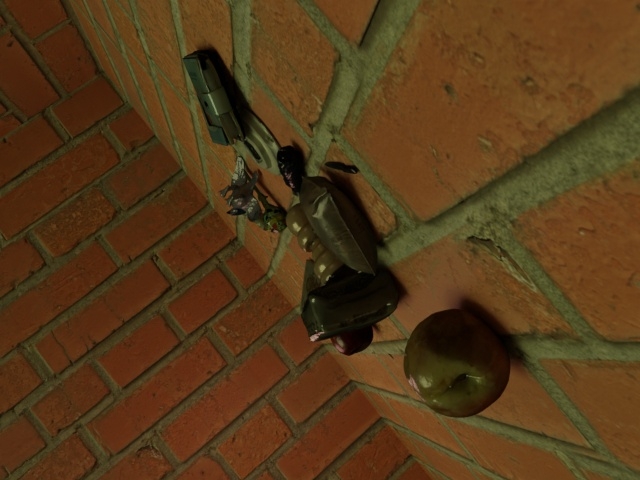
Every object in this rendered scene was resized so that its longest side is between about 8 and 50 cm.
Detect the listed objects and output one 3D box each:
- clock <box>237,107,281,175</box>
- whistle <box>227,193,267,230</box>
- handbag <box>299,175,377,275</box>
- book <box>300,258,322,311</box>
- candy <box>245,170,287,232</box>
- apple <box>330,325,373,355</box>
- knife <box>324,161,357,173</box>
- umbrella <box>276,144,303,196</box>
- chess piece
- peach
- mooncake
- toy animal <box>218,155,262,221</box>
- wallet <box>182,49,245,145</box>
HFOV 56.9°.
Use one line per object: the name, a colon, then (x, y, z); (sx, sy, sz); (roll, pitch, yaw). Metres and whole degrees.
clock: (-0.177, -0.266, 1.676); (0.236, 0.053, 0.236); (50, 168, 15)
whistle: (-0.304, -0.128, 2.500); (0.258, 0.067, 0.126); (39, 176, 30)
handbag: (0.038, -0.044, 1.409); (0.270, 0.117, 0.182); (58, 174, -30)
book: (-0.004, 0.198, 2.147); (0.295, 0.020, 0.208); (-157, 72, -65)
candy: (-0.214, -0.152, 2.120); (0.305, 0.083, 0.091); (55, 165, 22)
apple: (0.104, 0.315, 2.096); (0.158, 0.156, 0.147); (62, 164, 24)
knife: (0.041, -0.161, 1.295); (0.023, 0.010, 0.170); (56, 168, -21)
umbrella: (-0.067, -0.169, 1.553); (0.071, 0.071, 0.248); (47, 171, 21)
chess piece: (0.000, 0.000, 1.662); (0.261, 0.142, 0.143); (54, 170, 22)
peach: (0.269, 0.238, 1.221); (0.214, 0.214, 0.235); (56, -176, -20)
mooncake: (0.078, 0.170, 1.571); (0.254, 0.250, 0.136); (118, 132, -72)
toy animal: (-0.272, -0.163, 2.077); (0.176, 0.255, 0.239); (-4, -116, -55)
wallet: (-0.288, -0.385, 1.600); (0.176, 0.075, 0.251); (30, 142, 60)
